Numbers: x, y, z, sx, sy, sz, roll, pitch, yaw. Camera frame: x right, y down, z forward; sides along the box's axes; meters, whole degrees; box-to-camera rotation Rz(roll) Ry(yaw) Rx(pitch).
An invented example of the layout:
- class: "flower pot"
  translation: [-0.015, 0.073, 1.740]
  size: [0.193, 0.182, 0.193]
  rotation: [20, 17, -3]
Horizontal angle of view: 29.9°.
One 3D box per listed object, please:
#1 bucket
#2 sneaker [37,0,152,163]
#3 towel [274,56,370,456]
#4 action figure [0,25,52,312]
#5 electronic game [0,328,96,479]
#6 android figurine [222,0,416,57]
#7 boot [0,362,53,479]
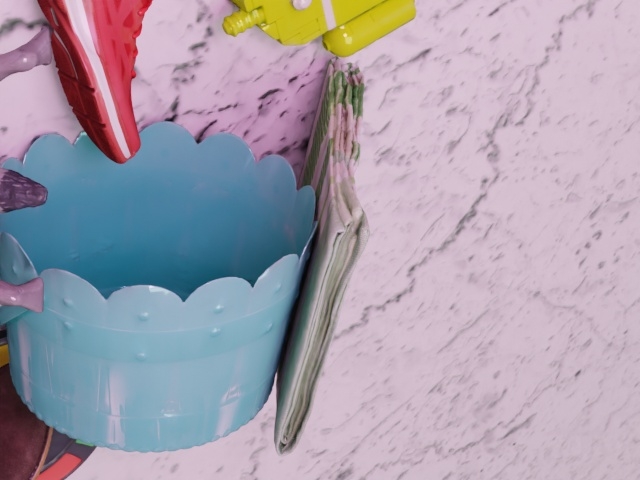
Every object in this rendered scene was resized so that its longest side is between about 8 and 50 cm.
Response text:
- class: "bucket"
  translation: [-0.147, 0.035, 1.036]
  size: [0.281, 0.281, 0.183]
  rotation: [-12, 128, -32]
- class: "sneaker"
  translation: [-0.153, -0.179, 0.973]
  size: [0.128, 0.087, 0.221]
  rotation: [-27, 125, -23]
- class: "towel"
  translation: [0.000, 0.000, 1.109]
  size: [0.038, 0.325, 0.248]
  rotation: [12, 121, -8]
- class: "action figure"
  translation: [-0.346, -0.094, 0.787]
  size: [0.330, 0.178, 0.341]
  rotation: [2, 111, -14]
- class: "electronic game"
  translation: [-0.307, 0.180, 1.182]
  size: [0.229, 0.048, 0.229]
  rotation: [-22, 134, -25]
- class: "android figurine"
  translation: [0.016, -0.279, 1.077]
  size: [0.273, 0.056, 0.248]
  rotation: [-32, 137, -18]
- class: "boot"
  translation: [-0.314, 0.173, 0.994]
  size: [0.207, 0.090, 0.248]
  rotation: [81, 29, -57]
